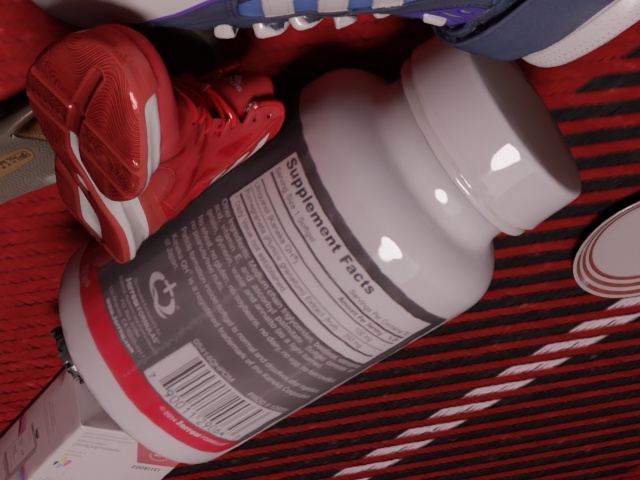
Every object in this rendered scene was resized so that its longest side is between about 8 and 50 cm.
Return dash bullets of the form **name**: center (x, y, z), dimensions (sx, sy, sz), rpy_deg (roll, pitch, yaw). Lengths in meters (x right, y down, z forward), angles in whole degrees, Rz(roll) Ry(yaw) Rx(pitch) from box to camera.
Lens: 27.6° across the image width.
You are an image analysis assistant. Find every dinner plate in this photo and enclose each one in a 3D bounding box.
- **dinner plate**: center (0.276, 0.000, 1.086), dimensions (0.141, 0.017, 0.141), rpy_deg (-11, 145, -8)

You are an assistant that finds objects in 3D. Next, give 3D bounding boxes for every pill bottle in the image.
- **pill bottle**: center (0.000, 0.000, 0.845), dimensions (0.319, 0.176, 0.176), rpy_deg (-33, 141, 22)

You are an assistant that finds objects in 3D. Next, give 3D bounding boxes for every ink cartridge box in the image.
- **ink cartridge box**: center (-0.207, 0.189, 1.108), dimensions (0.115, 0.067, 0.198), rpy_deg (16, 134, -37)

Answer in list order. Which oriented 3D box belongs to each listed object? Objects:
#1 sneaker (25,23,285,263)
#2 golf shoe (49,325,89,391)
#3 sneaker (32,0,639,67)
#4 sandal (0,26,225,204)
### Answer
- **sneaker**: center (-0.081, -0.078, 0.702), dimensions (0.128, 0.087, 0.221), rpy_deg (-41, 175, -20)
- **golf shoe**: center (-0.116, 0.081, 1.007), dimensions (0.094, 0.077, 0.198), rpy_deg (-46, 143, 19)
- **sneaker**: center (0.035, -0.139, 0.673), dimensions (0.323, 0.130, 0.236), rpy_deg (-18, 145, 29)
- **sandal**: center (-0.151, -0.066, 0.797), dimensions (0.219, 0.060, 0.090), rpy_deg (-26, 143, 12)
